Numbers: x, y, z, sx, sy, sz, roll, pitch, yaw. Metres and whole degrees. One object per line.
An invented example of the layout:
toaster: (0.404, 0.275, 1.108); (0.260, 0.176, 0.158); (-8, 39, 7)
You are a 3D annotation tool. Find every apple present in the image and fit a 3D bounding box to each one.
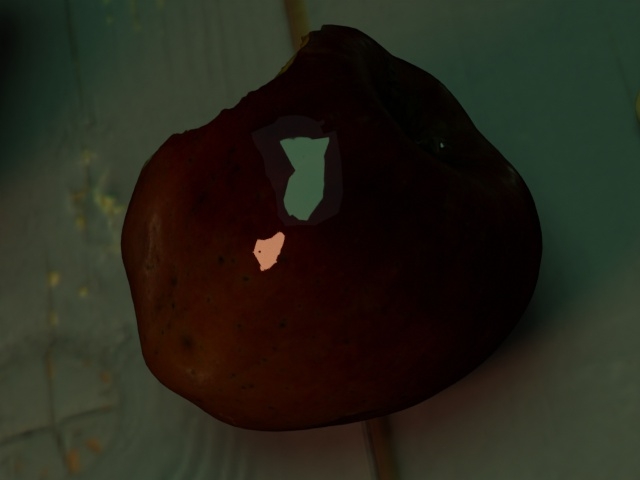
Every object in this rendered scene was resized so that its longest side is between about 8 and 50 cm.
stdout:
apple: (0.001, 0.007, 0.800); (0.158, 0.156, 0.147); (-47, 52, 21)

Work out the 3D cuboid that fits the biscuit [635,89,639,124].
biscuit: (0.240, -0.150, 0.890); (0.160, 0.030, 0.250); (5, 61, 20)
